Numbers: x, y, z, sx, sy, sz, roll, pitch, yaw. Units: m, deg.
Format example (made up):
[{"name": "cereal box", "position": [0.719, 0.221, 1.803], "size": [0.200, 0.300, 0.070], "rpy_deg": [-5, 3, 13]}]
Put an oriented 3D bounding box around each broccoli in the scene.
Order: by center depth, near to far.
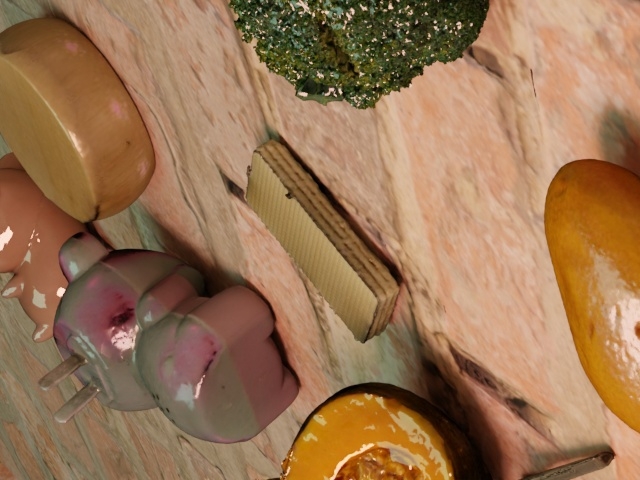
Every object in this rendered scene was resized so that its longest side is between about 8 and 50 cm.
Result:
[{"name": "broccoli", "position": [0.026, -0.181, 1.284], "size": [0.195, 0.195, 0.156], "rpy_deg": [60, -166, -13]}]

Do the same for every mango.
[{"name": "mango", "position": [0.222, 0.047, 1.251], "size": [0.227, 0.109, 0.147], "rpy_deg": [58, 164, -3]}]

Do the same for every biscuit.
[{"name": "biscuit", "position": [0.000, 0.000, 1.782], "size": [0.199, 0.040, 0.121], "rpy_deg": [51, 162, 16]}]

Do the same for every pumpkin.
[{"name": "pumpkin", "position": [0.040, 0.286, 1.814], "size": [0.242, 0.325, 0.232], "rpy_deg": [29, -169, 16]}]

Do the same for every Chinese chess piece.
[{"name": "Chinese chess piece", "position": [-0.296, -0.142, 2.144], "size": [0.251, 0.097, 0.251], "rpy_deg": [45, 157, 24]}]

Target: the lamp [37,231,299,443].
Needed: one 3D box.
[{"name": "lamp", "position": [-0.200, 0.139, 2.174], "size": [0.301, 0.247, 0.247], "rpy_deg": [24, 147, 42]}]

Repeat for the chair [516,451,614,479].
[{"name": "chair", "position": [0.190, 0.328, 1.648], "size": [0.190, 0.203, 0.274], "rpy_deg": [46, 156, -9]}]

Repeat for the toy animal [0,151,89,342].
[{"name": "toy animal", "position": [-0.391, 0.008, 2.511], "size": [0.250, 0.154, 0.166], "rpy_deg": [54, -177, -10]}]
